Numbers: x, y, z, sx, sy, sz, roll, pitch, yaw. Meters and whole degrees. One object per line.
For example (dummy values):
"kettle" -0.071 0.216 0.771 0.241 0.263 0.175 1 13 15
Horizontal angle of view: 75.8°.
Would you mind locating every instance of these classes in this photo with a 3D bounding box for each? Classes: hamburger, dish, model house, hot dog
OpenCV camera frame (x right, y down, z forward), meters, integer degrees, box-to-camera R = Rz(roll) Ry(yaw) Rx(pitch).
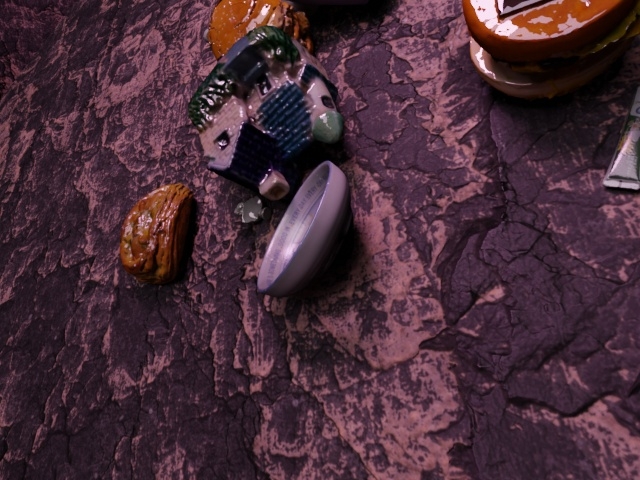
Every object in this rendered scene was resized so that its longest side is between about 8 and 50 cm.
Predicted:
"hamburger" 0.384 -0.387 0.684 0.290 0.225 0.291 -9 71 29
"dish" 0.000 0.000 0.781 0.273 0.133 0.273 -55 16 24
"model house" -0.104 -0.242 0.895 0.298 0.243 0.284 -35 59 25
"hot dog" -0.409 -0.031 1.042 0.196 0.122 0.272 -9 65 34
"hamburger" -0.164 -0.515 1.077 0.260 0.211 0.245 36 94 32

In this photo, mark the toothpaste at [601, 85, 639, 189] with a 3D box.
"toothpaste" 0.493 -0.173 0.642 0.049 0.031 0.204 15 78 36

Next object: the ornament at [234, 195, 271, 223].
"ornament" -0.161 -0.070 0.965 0.068 0.041 0.092 -48 53 -1

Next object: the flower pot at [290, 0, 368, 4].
"flower pot" 0.028 -0.709 1.013 0.243 0.265 0.265 17 74 -1

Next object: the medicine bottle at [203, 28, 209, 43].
"medicine bottle" -0.340 -0.658 1.337 0.083 0.047 0.047 37 89 36

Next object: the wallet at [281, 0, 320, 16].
"wallet" -0.029 -0.828 1.218 0.252 0.083 0.360 25 81 30
